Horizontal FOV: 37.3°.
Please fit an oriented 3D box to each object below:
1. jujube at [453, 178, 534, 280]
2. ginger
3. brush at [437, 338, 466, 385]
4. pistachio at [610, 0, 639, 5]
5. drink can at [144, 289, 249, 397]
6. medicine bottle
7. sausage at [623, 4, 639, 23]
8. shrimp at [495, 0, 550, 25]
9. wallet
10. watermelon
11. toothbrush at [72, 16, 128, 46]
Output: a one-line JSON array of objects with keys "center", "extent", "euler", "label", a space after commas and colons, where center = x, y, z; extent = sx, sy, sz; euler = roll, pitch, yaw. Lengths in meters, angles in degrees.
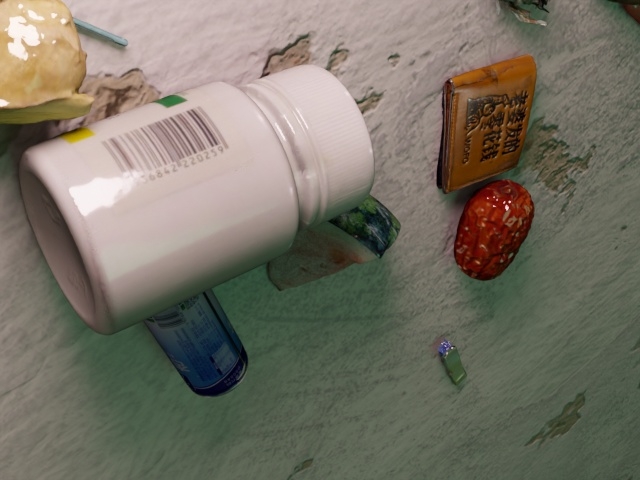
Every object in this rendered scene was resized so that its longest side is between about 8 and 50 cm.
[{"center": [0.273, -0.015, 1.520], "extent": [0.112, 0.109, 0.176], "euler": [10, 131, -7], "label": "jujube"}, {"center": [-0.310, -0.160, 0.870], "extent": [0.193, 0.115, 0.122], "euler": [-11, 108, -27], "label": "ginger"}, {"center": [0.243, 0.228, 1.756], "extent": [0.033, 0.030, 0.178], "euler": [-49, 153, -10], "label": "brush"}, {"center": [0.441, -0.415, 1.303], "extent": [0.213, 0.162, 0.260], "euler": [2, 153, 1], "label": "pistachio"}, {"center": [-0.169, 0.103, 1.209], "extent": [0.097, 0.097, 0.235], "euler": [-38, 140, -13], "label": "drink can"}, {"center": [-0.126, -0.058, 1.023], "extent": [0.340, 0.208, 0.208], "euler": [-25, 136, -26], "label": "medicine bottle"}, {"center": [0.541, -0.350, 1.538], "extent": [0.223, 0.029, 0.029], "euler": [17, 109, -49], "label": "sausage"}, {"center": [0.268, -0.340, 1.265], "extent": [0.190, 0.075, 0.073], "euler": [20, 75, -60], "label": "shrimp"}, {"center": [0.245, -0.170, 1.404], "extent": [0.161, 0.042, 0.195], "euler": [-23, 135, -27], "label": "wallet"}, {"center": [0.004, -0.023, 1.309], "extent": [0.202, 0.136, 0.207], "euler": [-20, -178, 25], "label": "watermelon"}, {"center": [-0.253, -0.222, 0.923], "extent": [0.167, 0.011, 0.014], "euler": [16, 104, -48], "label": "toothbrush"}]
